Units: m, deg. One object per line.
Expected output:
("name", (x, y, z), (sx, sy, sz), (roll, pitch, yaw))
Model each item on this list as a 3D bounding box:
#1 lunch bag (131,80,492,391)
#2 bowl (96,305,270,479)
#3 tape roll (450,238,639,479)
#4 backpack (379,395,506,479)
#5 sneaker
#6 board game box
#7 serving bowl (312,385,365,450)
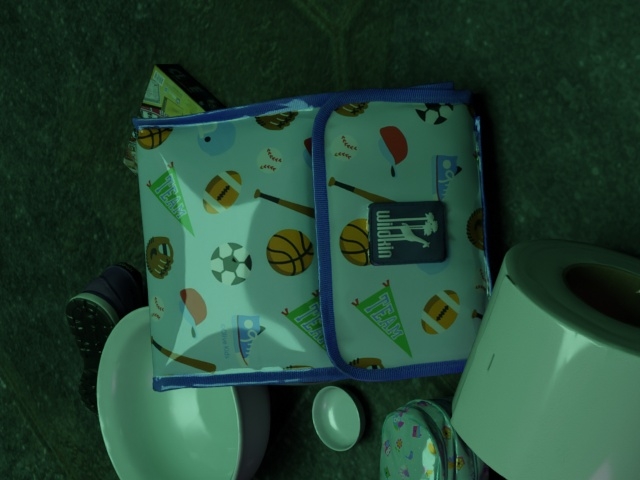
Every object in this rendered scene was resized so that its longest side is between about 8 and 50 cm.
("lunch bag", (0.000, 0.000, 1.491), (0.386, 0.239, 0.327), (-4, 90, 15))
("bowl", (-0.162, 0.225, 1.773), (0.298, 0.134, 0.297), (7, 100, 44))
("tape roll", (0.265, 0.126, 1.257), (0.246, 0.246, 0.169), (35, 119, 36))
("backpack", (0.135, 0.270, 1.499), (0.152, 0.115, 0.182), (10, 100, 46))
("sneaker", (-0.284, 0.156, 1.922), (0.107, 0.124, 0.283), (20, 135, 18))
("board game box", (-0.168, -0.109, 1.794), (0.243, 0.042, 0.165), (44, 124, 31))
("serving bowl", (0.028, 0.222, 1.658), (0.083, 0.027, 0.083), (8, 101, 43))
